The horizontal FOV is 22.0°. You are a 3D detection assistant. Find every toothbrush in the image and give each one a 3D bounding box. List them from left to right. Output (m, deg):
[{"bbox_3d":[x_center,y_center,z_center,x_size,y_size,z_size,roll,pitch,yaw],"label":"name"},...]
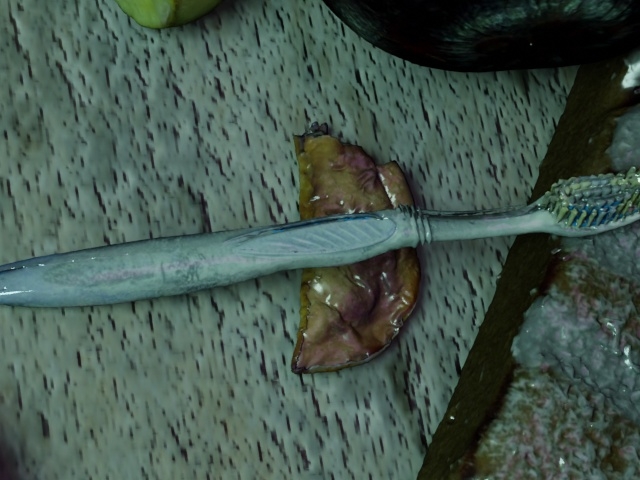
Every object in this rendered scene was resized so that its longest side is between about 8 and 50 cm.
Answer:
[{"bbox_3d":[0.000,0.000,0.956,0.413,0.042,0.035,-9,62,-11],"label":"toothbrush"}]

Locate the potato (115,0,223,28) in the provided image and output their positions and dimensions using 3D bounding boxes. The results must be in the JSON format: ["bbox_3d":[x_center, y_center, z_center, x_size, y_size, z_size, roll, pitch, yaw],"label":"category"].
[{"bbox_3d":[-0.110,-0.273,1.005,0.176,0.141,0.298,-8,74,-19],"label":"potato"}]

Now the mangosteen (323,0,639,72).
[{"bbox_3d":[0.124,-0.251,1.025,0.300,0.300,0.300,10,66,-24],"label":"mangosteen"}]

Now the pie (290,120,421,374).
[{"bbox_3d":[0.021,0.005,1.024,0.092,0.034,0.170,6,67,-21],"label":"pie"}]

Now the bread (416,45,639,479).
[{"bbox_3d":[0.203,0.029,1.064,0.165,0.113,0.416,31,60,-11],"label":"bread"}]
